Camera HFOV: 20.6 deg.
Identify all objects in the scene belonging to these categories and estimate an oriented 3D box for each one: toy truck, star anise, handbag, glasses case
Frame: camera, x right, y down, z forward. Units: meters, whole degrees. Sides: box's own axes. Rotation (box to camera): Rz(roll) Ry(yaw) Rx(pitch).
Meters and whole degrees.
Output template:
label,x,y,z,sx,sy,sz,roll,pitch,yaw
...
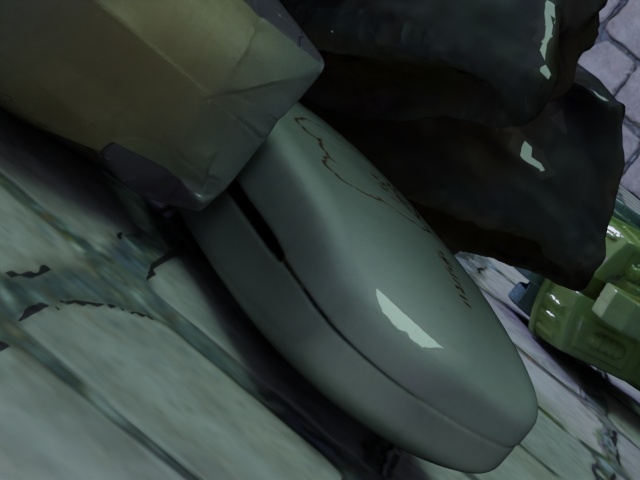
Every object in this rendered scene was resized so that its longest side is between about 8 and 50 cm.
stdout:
label,x,y,z,sx,sy,sz,roll,pitch,yaw
toy truck,0.171,0.050,0.832,0.169,0.077,0.100,36,8,-28
star anise,-0.003,-0.113,0.645,0.332,0.117,0.332,49,-6,7
handbag,-0.093,-0.087,0.465,0.173,0.095,0.117,41,-2,-39
glasses case,0.000,0.000,0.505,0.074,0.049,0.193,32,11,-32
